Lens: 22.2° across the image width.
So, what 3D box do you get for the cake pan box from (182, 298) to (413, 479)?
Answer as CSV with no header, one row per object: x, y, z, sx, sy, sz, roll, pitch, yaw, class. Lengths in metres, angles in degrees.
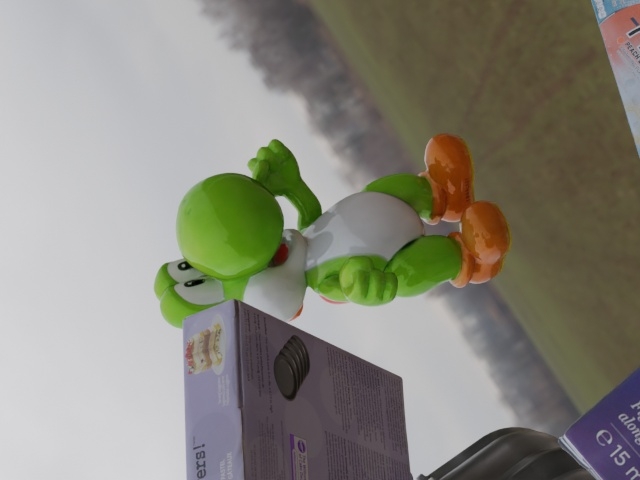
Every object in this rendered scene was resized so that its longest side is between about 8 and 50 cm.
-0.010,0.208,1.341,0.245,0.070,0.267,25,-129,-47,cake pan box

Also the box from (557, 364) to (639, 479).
0.231,0.075,0.686,0.153,0.207,0.108,48,-174,19,box

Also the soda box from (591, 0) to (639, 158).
0.260,-0.107,1.216,0.063,0.058,0.183,5,-113,-63,soda box

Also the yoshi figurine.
0.002,-0.012,1.677,0.203,0.362,0.203,-174,69,-78,yoshi figurine

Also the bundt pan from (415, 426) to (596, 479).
0.245,0.299,1.506,0.331,0.124,0.331,45,171,9,bundt pan
